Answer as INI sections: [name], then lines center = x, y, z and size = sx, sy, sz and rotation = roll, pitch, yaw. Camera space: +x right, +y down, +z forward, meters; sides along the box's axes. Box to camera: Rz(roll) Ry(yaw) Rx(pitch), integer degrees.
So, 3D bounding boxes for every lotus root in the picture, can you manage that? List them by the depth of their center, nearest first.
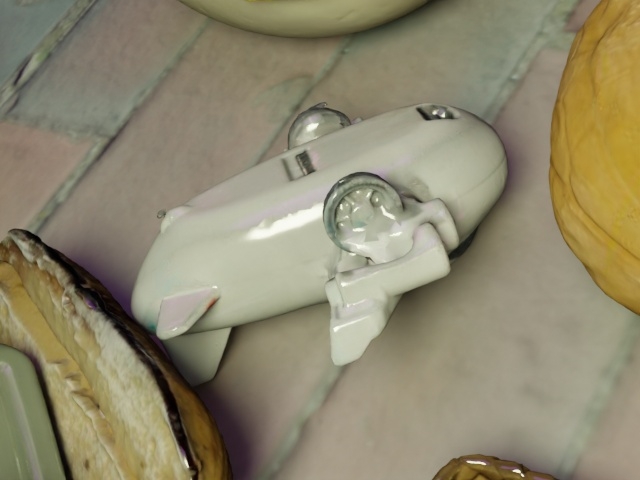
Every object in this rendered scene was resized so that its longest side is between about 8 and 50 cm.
[lotus root]
center = -0.135, 0.105, 0.668
size = 0.329, 0.078, 0.167
rotation = 42, 115, 47

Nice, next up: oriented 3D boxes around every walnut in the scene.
[walnut]
center = 0.215, -0.054, 0.576
size = 0.193, 0.193, 0.226
rotation = -9, 44, 20

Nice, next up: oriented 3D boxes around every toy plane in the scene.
[toy plane]
center = -0.001, -0.004, 0.682
size = 0.252, 0.118, 0.252
rotation = -21, 25, 11

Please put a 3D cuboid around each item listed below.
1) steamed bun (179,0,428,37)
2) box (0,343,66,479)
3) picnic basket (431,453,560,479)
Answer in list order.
[steamed bun]
center = -0.019, -0.320, 0.843
size = 0.334, 0.334, 0.374
rotation = -47, 42, -17
[box]
center = -0.208, 0.148, 0.602
size = 0.124, 0.093, 0.172
rotation = -1, 47, -30
[picnic basket]
center = 0.071, 0.198, 0.503
size = 0.110, 0.055, 0.193
rotation = 15, 60, 29
